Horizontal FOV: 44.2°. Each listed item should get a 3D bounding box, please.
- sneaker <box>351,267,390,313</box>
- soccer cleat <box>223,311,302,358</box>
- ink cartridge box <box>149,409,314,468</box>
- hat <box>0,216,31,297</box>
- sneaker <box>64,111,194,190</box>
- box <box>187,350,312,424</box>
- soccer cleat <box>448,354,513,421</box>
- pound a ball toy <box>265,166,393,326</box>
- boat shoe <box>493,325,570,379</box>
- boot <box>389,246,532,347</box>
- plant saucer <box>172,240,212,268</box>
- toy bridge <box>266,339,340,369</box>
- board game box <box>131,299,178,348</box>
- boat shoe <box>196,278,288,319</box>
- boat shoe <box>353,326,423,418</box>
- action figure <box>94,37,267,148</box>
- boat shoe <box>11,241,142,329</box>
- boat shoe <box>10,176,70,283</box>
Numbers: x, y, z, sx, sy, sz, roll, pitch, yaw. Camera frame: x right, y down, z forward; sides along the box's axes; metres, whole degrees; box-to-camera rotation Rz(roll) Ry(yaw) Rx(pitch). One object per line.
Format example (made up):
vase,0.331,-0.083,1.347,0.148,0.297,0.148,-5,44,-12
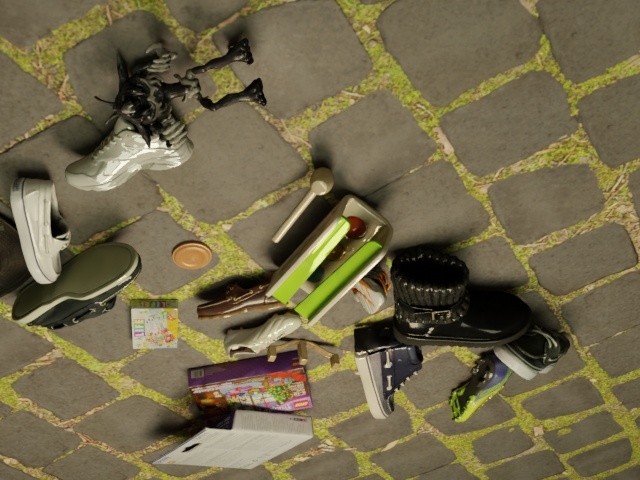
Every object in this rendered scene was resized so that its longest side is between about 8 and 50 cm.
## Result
sneaker,0.113,0.096,1.699,0.083,0.215,0.084,-23,101,-5
soccer cleat,-0.134,0.228,1.859,0.196,0.076,0.068,-18,138,9
ink cartridge box,-0.242,0.538,2.130,0.330,0.071,0.324,16,143,-34
hat,-0.732,0.072,1.534,0.331,0.134,0.331,-5,137,-5
sneaker,-0.349,-0.168,1.386,0.232,0.090,0.115,-21,131,-1
box,-0.177,0.384,2.037,0.293,0.057,0.201,-10,139,0
soccer cleat,0.445,0.415,2.165,0.121,0.093,0.289,3,137,-20
pound a ball toy,0.000,0.000,1.618,0.208,0.135,0.319,36,125,-9
boat shoe,0.532,0.263,1.965,0.119,0.121,0.335,-52,154,16
boot,0.327,0.128,1.794,0.348,0.131,0.260,-6,138,-4
plant saucer,-0.271,0.034,1.666,0.084,0.013,0.083,-5,138,-4
toy bridge,-0.045,0.274,1.936,0.188,0.063,0.026,11,134,-19
board game box,-0.380,0.194,1.812,0.103,0.026,0.154,0,137,-10
boat shoe,-0.176,0.126,1.752,0.207,0.073,0.073,-12,101,-2
boat shoe,0.190,0.342,2.004,0.158,0.127,0.340,-8,138,10
action figure,-0.235,-0.239,1.266,0.276,0.141,0.164,-16,104,3
boat shoe,-0.480,0.110,1.627,0.340,0.127,0.113,-27,137,21
boat shoe,-0.522,-0.011,1.509,0.084,0.095,0.258,-1,139,-3
